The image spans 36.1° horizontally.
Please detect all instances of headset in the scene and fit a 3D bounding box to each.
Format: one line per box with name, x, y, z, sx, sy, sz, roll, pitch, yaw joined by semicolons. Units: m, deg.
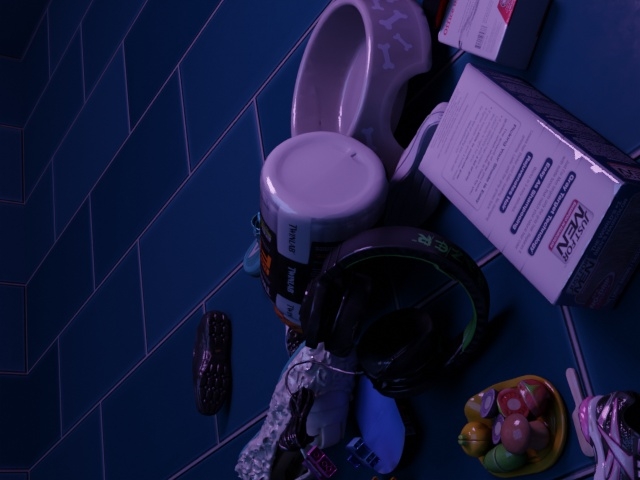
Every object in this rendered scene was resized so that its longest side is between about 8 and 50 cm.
headset;0.066;0.151;1.403;0.394;0.243;0.185;-46;15;37

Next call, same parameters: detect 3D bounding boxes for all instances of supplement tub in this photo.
supplement tub;0.000;0.000;1.550;0.316;0.194;0.193;94;161;-49

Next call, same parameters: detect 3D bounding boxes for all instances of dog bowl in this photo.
dog bowl;0.054;-0.249;1.643;0.349;0.102;0.348;-170;90;-67

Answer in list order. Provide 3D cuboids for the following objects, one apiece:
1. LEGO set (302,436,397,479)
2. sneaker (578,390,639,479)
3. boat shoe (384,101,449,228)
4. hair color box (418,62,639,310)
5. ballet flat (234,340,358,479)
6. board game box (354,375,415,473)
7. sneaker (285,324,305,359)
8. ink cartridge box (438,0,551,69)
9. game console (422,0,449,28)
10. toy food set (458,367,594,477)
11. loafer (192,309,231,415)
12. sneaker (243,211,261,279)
LEGO set;0.070;0.379;1.497;0.227;0.087;0.093;49;157;-5
sneaker;0.353;0.252;1.113;0.077;0.072;0.178;-33;61;38
boat shoe;0.162;-0.110;1.514;0.075;0.083;0.226;-71;7;-51
hair color box;0.278;-0.078;1.271;0.347;0.105;0.173;54;128;49
ballet flat;-0.021;0.319;1.659;0.408;0.147;0.147;-63;35;40
board game box;0.104;0.280;1.544;0.133;0.033;0.168;114;146;-44
sneaker;-0.034;0.124;1.773;0.086;0.085;0.237;108;156;-71
ink cartridge box;0.248;-0.319;1.417;0.150;0.063;0.109;40;117;55
game console;0.182;-0.408;1.500;0.124;0.085;0.144;40;127;46
toy food set;0.248;0.239;1.280;0.218;0.071;0.128;-32;57;51
loafer;-0.231;0.259;2.062;0.078;0.076;0.223;-32;52;58
sneaker;-0.084;-0.026;1.848;0.275;0.110;0.107;-50;43;42
